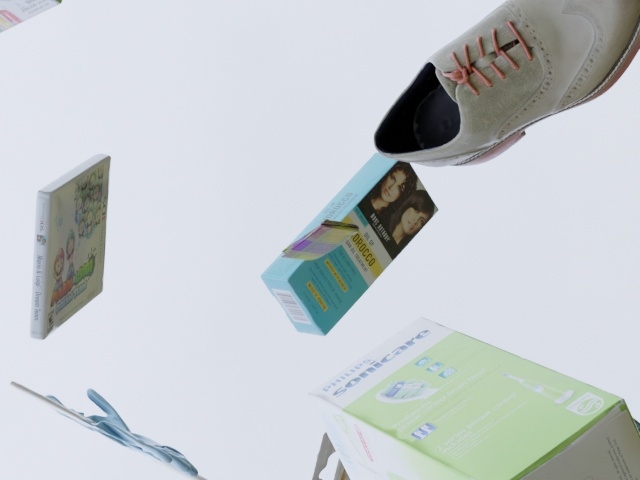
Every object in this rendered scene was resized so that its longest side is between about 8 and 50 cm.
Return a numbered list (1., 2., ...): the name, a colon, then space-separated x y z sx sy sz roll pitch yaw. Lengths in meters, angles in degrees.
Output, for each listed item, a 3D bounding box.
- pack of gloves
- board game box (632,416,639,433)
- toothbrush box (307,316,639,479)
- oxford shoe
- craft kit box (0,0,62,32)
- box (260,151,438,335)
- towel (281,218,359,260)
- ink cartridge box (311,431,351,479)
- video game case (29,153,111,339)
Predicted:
1. pack of gloves: -0.225 0.210 2.228 0.046 0.232 0.195 -63 -11 -10
2. board game box: 0.264 0.228 1.566 0.026 0.186 0.126 -16 -39 -57
3. toothbrush box: 0.137 0.196 1.432 0.122 0.283 0.206 -33 -67 -17
4. oxford shoe: 0.184 -0.165 1.853 0.130 0.348 0.123 -14 -112 -43
5. craft kit box: -0.382 -0.274 1.787 0.247 0.250 0.061 33 -113 -25
6. box: 0.039 0.003 2.473 0.244 0.060 0.100 -47 -60 -25
7. towel: 0.000 0.000 2.253 0.060 0.083 0.009 7 -123 -42
8. ink cartridge box: 0.070 0.222 2.279 0.225 0.056 0.181 -19 -37 -28
9. video game case: -0.236 0.004 1.840 0.157 0.019 0.143 -46 -36 -69
